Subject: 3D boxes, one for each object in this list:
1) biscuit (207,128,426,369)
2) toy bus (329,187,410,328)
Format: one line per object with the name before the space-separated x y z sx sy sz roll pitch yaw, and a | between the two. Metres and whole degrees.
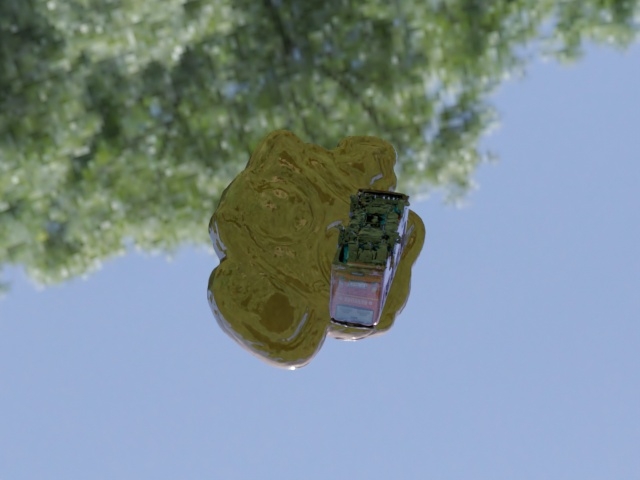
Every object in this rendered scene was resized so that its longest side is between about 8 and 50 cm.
biscuit | 0.002 -0.002 2.089 0.269 0.051 0.376 35 -125 -5
toy bus | 0.054 0.013 1.833 0.074 0.096 0.235 9 -160 6
